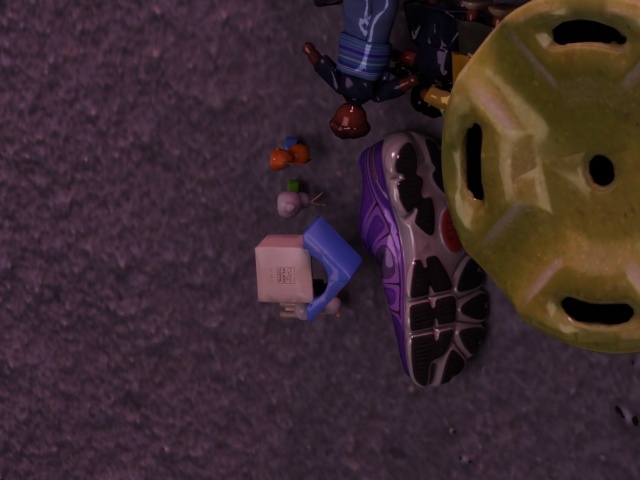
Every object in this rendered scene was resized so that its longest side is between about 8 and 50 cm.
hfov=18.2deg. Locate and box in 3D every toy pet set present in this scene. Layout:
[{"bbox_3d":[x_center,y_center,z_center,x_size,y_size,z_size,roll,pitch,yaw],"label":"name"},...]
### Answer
[{"bbox_3d":[0.000,0.000,1.350,0.065,0.114,0.122,0,106,13],"label":"toy pet set"}]

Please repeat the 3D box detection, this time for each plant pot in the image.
[{"bbox_3d":[0.205,-0.056,1.049,0.276,0.254,0.276,13,111,36],"label":"plant pot"}]

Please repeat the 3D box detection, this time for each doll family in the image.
[{"bbox_3d":[0.079,-0.104,1.259,0.193,0.076,0.111,23,116,35],"label":"doll family"}]

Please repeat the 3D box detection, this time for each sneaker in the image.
[{"bbox_3d":[0.062,0.013,1.326,0.071,0.068,0.169,-10,88,56],"label":"sneaker"}]

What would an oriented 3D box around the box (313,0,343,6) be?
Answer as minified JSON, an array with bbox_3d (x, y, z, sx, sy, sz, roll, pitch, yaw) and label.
[{"bbox_3d":[0.039,-0.234,1.284,0.162,0.029,0.116,-24,87,39],"label":"box"}]
